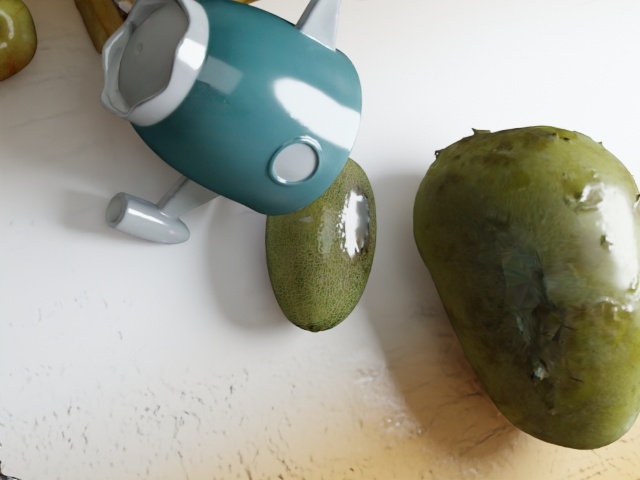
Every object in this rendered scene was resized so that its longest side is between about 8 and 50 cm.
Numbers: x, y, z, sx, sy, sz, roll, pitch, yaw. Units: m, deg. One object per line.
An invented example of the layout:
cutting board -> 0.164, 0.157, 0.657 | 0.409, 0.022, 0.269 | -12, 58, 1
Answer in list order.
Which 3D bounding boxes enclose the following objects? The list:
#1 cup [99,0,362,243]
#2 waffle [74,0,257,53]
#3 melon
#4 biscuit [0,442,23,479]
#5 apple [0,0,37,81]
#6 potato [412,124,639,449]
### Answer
cup -> -0.080, -0.121, 0.991 | 0.173, 0.167, 0.300 | 24, 112, -42
waffle -> -0.088, -0.318, 1.085 | 0.327, 0.098, 0.224 | -26, 94, -25
melon -> 0.000, 0.000, 1.071 | 0.099, 0.099, 0.162 | 8, 81, -21
biscuit -> -0.324, 0.235, 0.883 | 0.106, 0.070, 0.252 | 45, 52, -18
apple -> -0.275, -0.169, 0.999 | 0.084, 0.071, 0.084 | 3, 81, -21
potato -> 0.205, 0.039, 1.098 | 0.173, 0.210, 0.307 | -31, 105, -64
